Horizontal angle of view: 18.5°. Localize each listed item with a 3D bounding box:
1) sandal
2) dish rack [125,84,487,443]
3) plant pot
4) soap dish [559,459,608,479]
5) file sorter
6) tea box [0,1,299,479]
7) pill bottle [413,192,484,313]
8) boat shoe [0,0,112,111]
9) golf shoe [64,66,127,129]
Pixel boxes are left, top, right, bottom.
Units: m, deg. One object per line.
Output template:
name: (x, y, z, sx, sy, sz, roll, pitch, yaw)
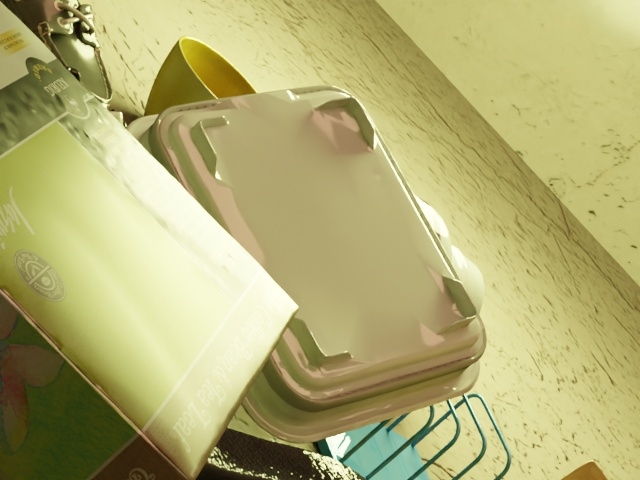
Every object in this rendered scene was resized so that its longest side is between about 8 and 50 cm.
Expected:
sandal: (-0.031, 0.209, 1.614, 0.254, 0.054, 0.097, 25, 18, -29)
dish rack: (0.000, 0.000, 1.746, 0.285, 0.072, 0.333, -13, 66, -41)
plant pot: (-0.129, -0.132, 2.046, 0.134, 0.095, 0.134, 42, 18, -17)
soap dish: (0.212, 0.359, 1.577, 0.291, 0.229, 0.118, 55, 2, 25)
file sorter: (0.082, 0.176, 1.847, 0.170, 0.104, 0.118, 34, 22, -38)
tea box: (-0.220, 0.044, 1.221, 0.323, 0.220, 0.329, 45, 18, -3)
pill bottle: (0.025, 0.005, 1.983, 0.301, 0.169, 0.169, 35, 21, -36)
boat shoe: (-0.289, -0.257, 1.940, 0.335, 0.095, 0.112, 54, 18, 23)
golf shoe: (-0.198, -0.065, 1.738, 0.198, 0.094, 0.077, 50, 16, 6)
